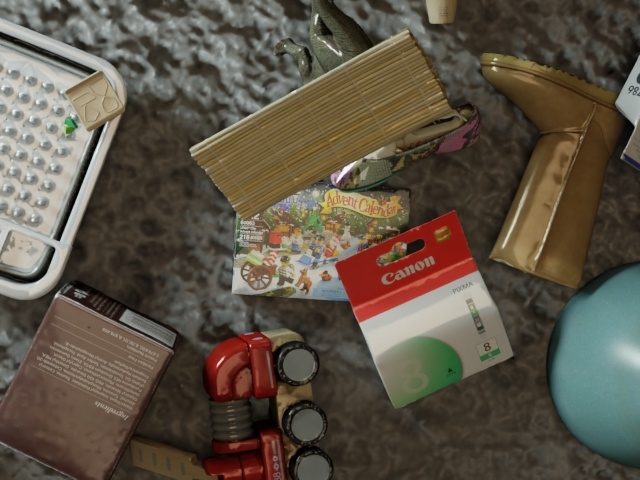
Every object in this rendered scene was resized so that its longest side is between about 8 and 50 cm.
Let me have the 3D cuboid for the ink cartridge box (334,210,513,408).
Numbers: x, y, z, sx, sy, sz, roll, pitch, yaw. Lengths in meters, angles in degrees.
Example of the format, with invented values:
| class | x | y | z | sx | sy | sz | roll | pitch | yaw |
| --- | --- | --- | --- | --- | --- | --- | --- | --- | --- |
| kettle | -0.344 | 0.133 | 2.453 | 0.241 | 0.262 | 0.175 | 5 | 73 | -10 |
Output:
| class | x | y | z | sx | sy | sz | roll | pitch | yaw |
| --- | --- | --- | --- | --- | --- | --- | --- | --- | --- |
| ink cartridge box | 0.140 | 0.095 | 1.631 | 0.181 | 0.056 | 0.225 | -24 | 120 | -2 |

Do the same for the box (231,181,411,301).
| class | x | y | z | sx | sy | sz | roll | pitch | yaw |
| --- | --- | --- | --- | --- | --- | --- | --- | --- | --- |
| box | 0.000 | 0.000 | 1.657 | 0.233 | 0.044 | 0.159 | 3 | 94 | -4 |

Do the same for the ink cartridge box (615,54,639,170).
| class | x | y | z | sx | sy | sz | roll | pitch | yaw |
| --- | --- | --- | --- | --- | --- | --- | --- | --- | --- |
| ink cartridge box | 0.504 | -0.230 | 1.635 | 0.165 | 0.065 | 0.333 | 27 | 90 | -34 |

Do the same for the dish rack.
| class | x | y | z | sx | sy | sz | roll | pitch | yaw |
| --- | --- | --- | --- | --- | --- | --- | --- | --- | --- |
| dish rack | -0.428 | -0.115 | 1.607 | 0.285 | 0.072 | 0.333 | 21 | 92 | -4 |

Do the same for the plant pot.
| class | x | y | z | sx | sy | sz | roll | pitch | yaw |
| --- | --- | --- | --- | --- | --- | --- | --- | --- | --- |
| plant pot | 0.465 | 0.180 | 1.627 | 0.290 | 0.195 | 0.290 | 0 | 94 | -3 |

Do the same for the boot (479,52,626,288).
| class | x | y | z | sx | sy | sz | roll | pitch | yaw |
| --- | --- | --- | --- | --- | --- | --- | --- | --- | --- |
| boot | 0.286 | -0.095 | 1.648 | 0.236 | 0.089 | 0.269 | 19 | 93 | -7 |

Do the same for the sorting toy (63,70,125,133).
| class | x | y | z | sx | sy | sz | roll | pitch | yaw |
| --- | --- | --- | --- | --- | --- | --- | --- | --- | --- |
| sorting toy | -0.301 | -0.172 | 1.573 | 0.083 | 0.012 | 0.062 | -31 | 100 | -6 |

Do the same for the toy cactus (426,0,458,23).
| class | x | y | z | sx | sy | sz | roll | pitch | yaw |
| --- | --- | --- | --- | --- | --- | --- | --- | --- | --- |
| toy cactus | 0.167 | -0.379 | 1.623 | 0.219 | 0.112 | 0.180 | -5 | 104 | -12 |

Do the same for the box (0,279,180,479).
| class | x | y | z | sx | sy | sz | roll | pitch | yaw |
| --- | --- | --- | --- | --- | --- | --- | --- | --- | --- |
| box | -0.301 | 0.182 | 1.587 | 0.167 | 0.168 | 0.203 | 27 | 91 | -6 |

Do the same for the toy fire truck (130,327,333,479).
| class | x | y | z | sx | sy | sz | roll | pitch | yaw |
| --- | --- | --- | --- | --- | --- | --- | --- | --- | --- |
| toy fire truck | -0.128 | 0.239 | 1.629 | 0.246 | 0.158 | 0.217 | -9 | 95 | -14 |

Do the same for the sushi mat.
| class | x | y | z | sx | sy | sz | roll | pitch | yaw |
| --- | --- | --- | --- | --- | --- | --- | --- | --- | --- |
| sushi mat | 0.004 | -0.140 | 1.539 | 0.316 | 0.019 | 0.151 | -27 | 133 | 12 |

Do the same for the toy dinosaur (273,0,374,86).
| class | x | y | z | sx | sy | sz | roll | pitch | yaw |
| --- | --- | --- | --- | --- | --- | --- | --- | --- | --- |
| toy dinosaur | 0.024 | -0.233 | 1.565 | 0.121 | 0.313 | 0.160 | -23 | 71 | -28 |

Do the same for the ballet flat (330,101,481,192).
| class | x | y | z | sx | sy | sz | roll | pitch | yaw |
| --- | --- | --- | --- | --- | --- | --- | --- | --- | --- |
| ballet flat | 0.112 | -0.135 | 1.624 | 0.221 | 0.077 | 0.079 | -20 | 137 | -12 |
